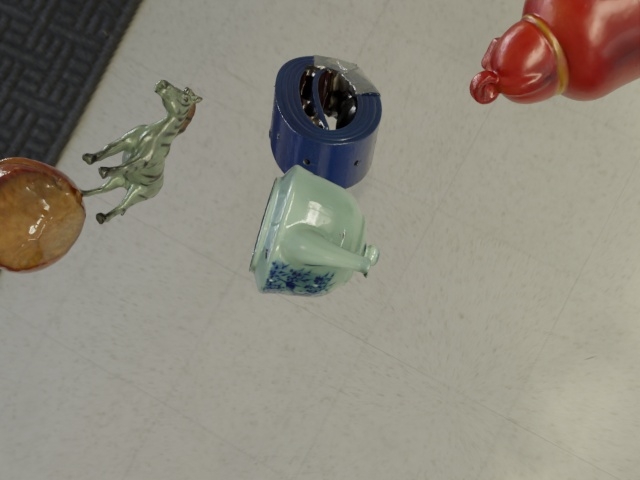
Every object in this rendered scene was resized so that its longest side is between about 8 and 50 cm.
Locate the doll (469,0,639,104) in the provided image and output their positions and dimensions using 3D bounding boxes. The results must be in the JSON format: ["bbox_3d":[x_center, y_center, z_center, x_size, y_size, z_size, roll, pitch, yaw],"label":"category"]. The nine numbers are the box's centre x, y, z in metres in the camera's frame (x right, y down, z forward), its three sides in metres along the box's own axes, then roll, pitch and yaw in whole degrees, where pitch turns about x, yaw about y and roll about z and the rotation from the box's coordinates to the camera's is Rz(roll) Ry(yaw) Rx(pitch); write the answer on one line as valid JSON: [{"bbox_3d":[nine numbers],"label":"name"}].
[{"bbox_3d":[0.343,-0.268,1.047,0.363,0.182,0.160,-29,45,-3],"label":"doll"}]

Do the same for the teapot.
[{"bbox_3d":[0.000,0.000,0.999,0.159,0.232,0.158,-1,101,-3],"label":"teapot"}]

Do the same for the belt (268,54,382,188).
[{"bbox_3d":[0.009,-0.237,1.640,0.213,0.117,0.346,3,37,-6],"label":"belt"}]

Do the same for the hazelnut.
[{"bbox_3d":[-0.443,-0.043,1.289,0.182,0.182,0.182,-2,79,8],"label":"hazelnut"}]

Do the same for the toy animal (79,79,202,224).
[{"bbox_3d":[-0.293,-0.130,1.322,0.089,0.170,0.255,51,125,15],"label":"toy animal"}]
